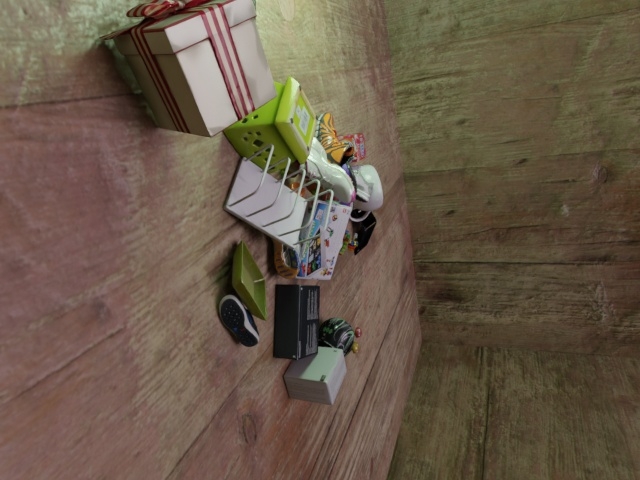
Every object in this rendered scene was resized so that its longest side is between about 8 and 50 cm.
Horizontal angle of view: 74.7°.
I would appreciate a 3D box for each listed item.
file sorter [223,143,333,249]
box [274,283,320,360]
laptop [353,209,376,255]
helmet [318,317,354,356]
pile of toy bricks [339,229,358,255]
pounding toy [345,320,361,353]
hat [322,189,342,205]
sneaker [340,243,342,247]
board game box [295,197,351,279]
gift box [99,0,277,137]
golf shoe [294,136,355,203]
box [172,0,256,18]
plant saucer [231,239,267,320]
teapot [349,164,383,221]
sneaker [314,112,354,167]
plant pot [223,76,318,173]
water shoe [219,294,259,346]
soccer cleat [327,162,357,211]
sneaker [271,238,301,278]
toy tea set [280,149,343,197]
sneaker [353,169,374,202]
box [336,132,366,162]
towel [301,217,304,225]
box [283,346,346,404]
[{"bbox_3d":[-0.116,-0.132,1.299,0.277,0.173,0.193,33,56,-34],"label":"file sorter"},{"bbox_3d":[-0.083,0.294,1.554,0.184,0.103,0.262,18,72,-68],"label":"box"},{"bbox_3d":[0.219,-0.088,2.373,0.264,0.136,0.234,60,27,-2],"label":"laptop"},{"bbox_3d":[0.067,0.416,1.819,0.161,0.169,0.170,-49,135,-34],"label":"helmet"},{"bbox_3d":[0.119,0.023,2.058,0.212,0.118,0.105,-66,178,-73],"label":"pile of toy bricks"},{"bbox_3d":[0.136,0.497,2.033,0.237,0.110,0.183,-47,131,-58],"label":"pounding toy"},{"bbox_3d":[-0.006,-0.104,1.741,0.208,0.183,0.173,-24,117,-23],"label":"hat"},{"bbox_3d":[0.064,-0.025,1.832,0.115,0.090,0.232,65,42,-57],"label":"sneaker"},{"bbox_3d":[0.000,0.000,1.617,0.192,0.053,0.306,8,102,-43],"label":"board game box"},{"bbox_3d":[-0.294,-0.402,0.934,0.255,0.276,0.258,-48,138,-34],"label":"gift box"},{"bbox_3d":[-0.004,-0.239,1.519,0.140,0.115,0.306,-35,79,-34],"label":"golf shoe"},{"bbox_3d":[-0.291,-0.654,1.164,0.307,0.076,0.243,8,81,-66],"label":"box"},{"bbox_3d":[-0.218,0.125,1.264,0.188,0.045,0.188,-102,173,-51],"label":"plant saucer"},{"bbox_3d":[0.198,-0.251,2.138,0.252,0.186,0.256,99,-25,-78],"label":"teapot"},{"bbox_3d":[0.068,-0.423,1.838,0.124,0.179,0.321,42,51,-59],"label":"sneaker"},{"bbox_3d":[-0.140,-0.367,1.334,0.227,0.207,0.228,53,41,-52],"label":"plant pot"},{"bbox_3d":[-0.246,0.231,1.257,0.080,0.072,0.203,-106,178,-59],"label":"water shoe"},{"bbox_3d":[0.089,-0.214,1.834,0.318,0.116,0.109,91,-17,-63],"label":"soccer cleat"},{"bbox_3d":[-0.128,-0.014,1.502,0.131,0.111,0.297,12,76,-87],"label":"sneaker"},{"bbox_3d":[-0.063,-0.242,1.627,0.336,0.124,0.200,-32,84,-43],"label":"toy tea set"},{"bbox_3d":[0.131,-0.292,1.961,0.281,0.105,0.115,33,79,-28],"label":"sneaker"},{"bbox_3d":[0.143,-0.452,2.046,0.257,0.122,0.128,-46,132,-69],"label":"box"},{"bbox_3d":[-0.021,-0.017,1.779,0.282,0.049,0.187,-26,112,-64],"label":"towel"},{"bbox_3d":[-0.016,0.507,1.598,0.181,0.181,0.119,-52,137,-54],"label":"box"}]
